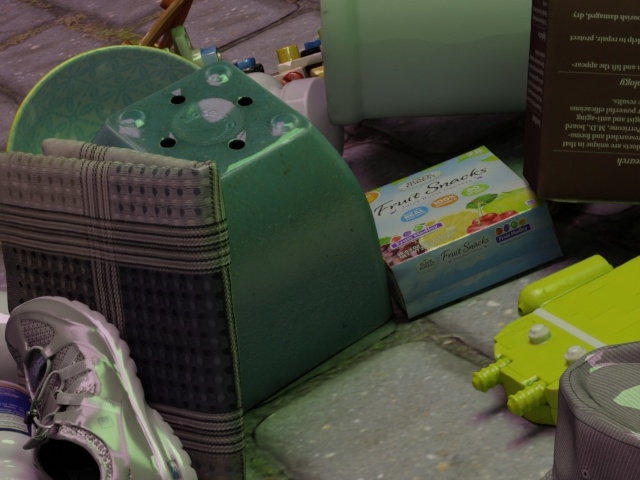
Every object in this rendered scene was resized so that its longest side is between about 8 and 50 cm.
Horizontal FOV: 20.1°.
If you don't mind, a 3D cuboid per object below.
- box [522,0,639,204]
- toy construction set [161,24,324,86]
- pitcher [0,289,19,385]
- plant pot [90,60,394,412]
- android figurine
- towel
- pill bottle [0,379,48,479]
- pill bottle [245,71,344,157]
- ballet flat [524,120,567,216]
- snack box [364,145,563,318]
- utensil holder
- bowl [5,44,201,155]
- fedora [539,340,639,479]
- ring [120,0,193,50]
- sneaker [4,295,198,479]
[{"bbox_3d":[0.291,-0.146,1.766,0.167,0.203,0.168,2,10,1],"label":"box"},{"bbox_3d":[-0.045,-0.209,2.332,0.327,0.151,0.215,-1,10,6],"label":"toy construction set"},{"bbox_3d":[-0.318,0.096,1.916,0.207,0.125,0.178,-3,36,17],"label":"pitcher"},{"bbox_3d":[-0.099,-0.022,1.757,0.247,0.252,0.247,-31,48,-27],"label":"plant pot"},{"bbox_3d":[0.265,0.083,1.595,0.272,0.056,0.248,-24,24,-15],"label":"android figurine"},{"bbox_3d":[-0.185,0.066,1.673,0.324,0.312,0.056,7,18,45],"label":"towel"},{"bbox_3d":[-0.297,0.214,1.660,0.112,0.112,0.187,-22,24,-6],"label":"pill bottle"},{"bbox_3d":[-0.116,-0.122,2.209,0.272,0.152,0.152,-8,26,24],"label":"pill bottle"},{"bbox_3d":[0.263,-0.091,1.958,0.079,0.077,0.221,-11,20,9],"label":"ballet flat"},{"bbox_3d":[0.132,-0.013,1.884,0.174,0.070,0.207,-22,22,-6],"label":"snack box"},{"bbox_3d":[0.197,-0.301,2.066,0.385,0.328,0.328,-2,25,3],"label":"utensil holder"},{"bbox_3d":[-0.230,-0.069,2.080,0.289,0.289,0.156,-29,2,-21],"label":"bowl"},{"bbox_3d":[0.260,0.153,1.354,0.243,0.124,0.275,-27,25,-19],"label":"fedora"},{"bbox_3d":[-0.266,-0.187,2.347,0.337,0.032,0.336,-56,2,2],"label":"ring"},{"bbox_3d":[-0.217,0.151,1.599,0.115,0.105,0.281,-10,42,-37],"label":"sneaker"}]
